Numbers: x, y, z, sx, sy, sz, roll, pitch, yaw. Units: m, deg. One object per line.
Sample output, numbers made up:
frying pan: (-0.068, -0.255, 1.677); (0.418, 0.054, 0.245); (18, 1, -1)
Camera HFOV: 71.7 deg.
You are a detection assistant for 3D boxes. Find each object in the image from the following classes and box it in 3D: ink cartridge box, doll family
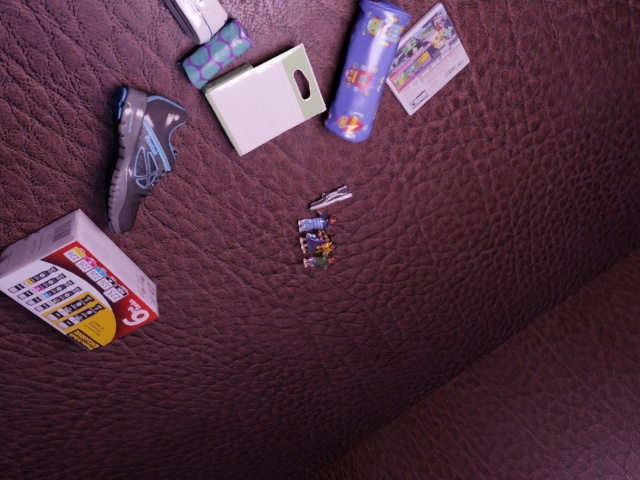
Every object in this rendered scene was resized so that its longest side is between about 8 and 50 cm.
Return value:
ink cartridge box: (-0.123, -0.319, 1.000); (0.235, 0.056, 0.171); (-31, 134, -5)
doll family: (0.000, 0.000, 1.298); (0.111, 0.076, 0.193); (-6, 136, 3)
ink cartridge box: (-0.601, 0.123, 1.074); (0.272, 0.130, 0.309); (-28, 133, -1)

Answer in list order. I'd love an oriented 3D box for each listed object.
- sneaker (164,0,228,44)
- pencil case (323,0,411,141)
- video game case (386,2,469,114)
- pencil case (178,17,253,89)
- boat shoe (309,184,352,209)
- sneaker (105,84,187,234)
sneaker: (-0.260, -0.490, 0.790); (0.091, 0.094, 0.258); (-47, 137, -15)
pencil case: (0.100, -0.381, 1.014); (0.119, 0.133, 0.306); (21, 120, 3)
video game case: (0.256, -0.444, 1.105); (0.201, 0.023, 0.183); (-41, 132, 11)
pencil case: (-0.211, -0.380, 0.902); (0.152, 0.070, 0.064); (-35, 107, 8)
boat shoe: (0.025, -0.120, 1.242); (0.125, 0.046, 0.038); (-20, 88, 3)
sneaker: (-0.385, -0.152, 0.962); (0.140, 0.125, 0.341); (3, 127, -33)
